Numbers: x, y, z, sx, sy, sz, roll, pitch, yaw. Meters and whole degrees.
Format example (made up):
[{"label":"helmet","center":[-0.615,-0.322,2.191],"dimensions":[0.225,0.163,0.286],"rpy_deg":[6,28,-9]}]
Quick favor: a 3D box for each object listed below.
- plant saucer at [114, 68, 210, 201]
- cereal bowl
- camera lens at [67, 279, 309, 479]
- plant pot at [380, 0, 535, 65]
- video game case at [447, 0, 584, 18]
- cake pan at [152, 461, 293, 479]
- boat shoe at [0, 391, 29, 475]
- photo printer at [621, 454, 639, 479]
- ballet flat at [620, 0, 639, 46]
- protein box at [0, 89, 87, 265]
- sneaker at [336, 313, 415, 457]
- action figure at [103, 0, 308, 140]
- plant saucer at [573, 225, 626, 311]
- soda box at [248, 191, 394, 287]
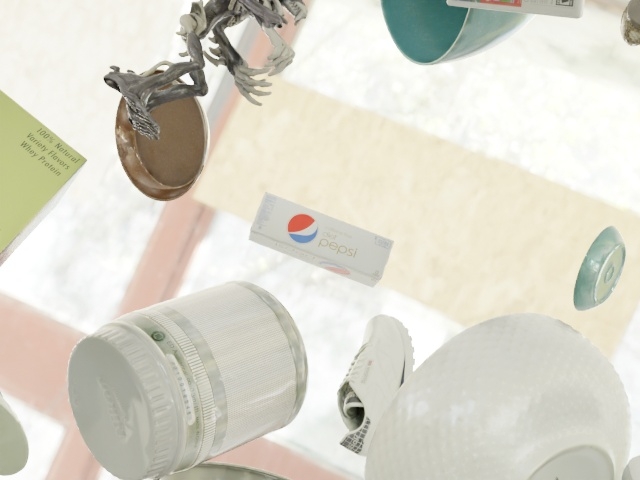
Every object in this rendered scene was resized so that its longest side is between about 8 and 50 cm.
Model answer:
[{"label":"plant saucer","center":[-0.197,-0.134,1.621],"dimensions":[0.168,0.168,0.029],"rpy_deg":[23,21,35]},{"label":"cereal bowl","center":[0.223,0.258,1.419],"dimensions":[0.339,0.339,0.141],"rpy_deg":[26,7,-41]},{"label":"camera lens","center":[-0.169,0.184,1.703],"dimensions":[0.274,0.219,0.219],"rpy_deg":[-17,29,-42]},{"label":"plant pot","center":[0.239,-0.411,1.918],"dimensions":[0.196,0.290,0.290],"rpy_deg":[-4,11,-25]},{"label":"video game case","center":[0.263,-0.400,1.662],"dimensions":[0.184,0.201,0.023],"rpy_deg":[10,18,21]},{"label":"cake pan","center":[-0.143,0.448,2.135],"dimensions":[0.293,0.054,0.293],"rpy_deg":[8,-30,4]},{"label":"boat shoe","center":[-0.455,0.210,1.691],"dimensions":[0.081,0.079,0.227],"rpy_deg":[-117,-178,-63]},{"label":"photo printer","center":[0.464,0.328,1.293],"dimensions":[0.307,0.256,0.107],"rpy_deg":[-92,163,-54]},{"label":"ballet flat","center":[0.432,-0.272,1.418],"dimensions":[0.084,0.250,0.058],"rpy_deg":[49,-25,27]},{"label":"protein box","center":[-0.442,-0.071,1.581],"dimensions":[0.200,0.201,0.136],"rpy_deg":[39,-43,-6]},{"label":"sneaker","center":[0.072,0.194,1.767],"dimensions":[0.095,0.235,0.090],"rpy_deg":[15,-44,-17]},{"label":"action figure","center":[-0.094,-0.215,1.379],"dimensions":[0.141,0.276,0.164],"rpy_deg":[47,-11,5]},{"label":"plant saucer","center":[0.363,0.040,1.631],"dimensions":[0.021,0.119,0.119],"rpy_deg":[25,-1,30]},{"label":"soda box","center":[0.000,0.000,1.976],"dimensions":[0.216,0.069,0.074],"rpy_deg":[22,-15,-2]}]
